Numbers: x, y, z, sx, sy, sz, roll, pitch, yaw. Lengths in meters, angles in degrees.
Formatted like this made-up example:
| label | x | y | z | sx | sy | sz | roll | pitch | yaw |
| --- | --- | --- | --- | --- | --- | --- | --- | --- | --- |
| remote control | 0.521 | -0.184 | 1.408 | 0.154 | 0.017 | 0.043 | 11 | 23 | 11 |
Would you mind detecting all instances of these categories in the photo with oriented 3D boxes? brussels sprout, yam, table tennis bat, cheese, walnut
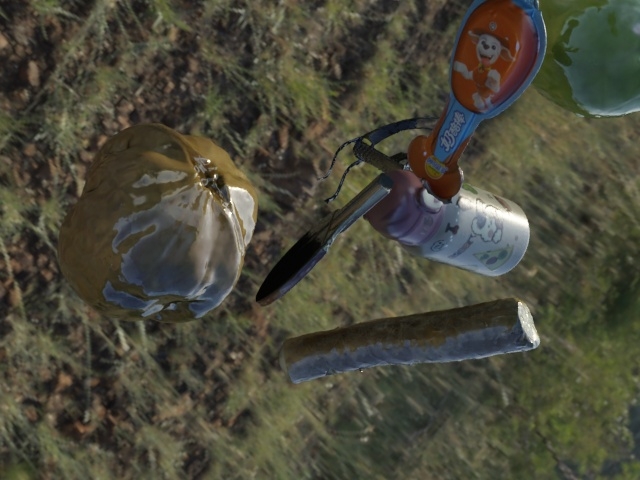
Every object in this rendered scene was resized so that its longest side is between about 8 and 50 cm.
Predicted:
| label | x | y | z | sx | sy | sz | roll | pitch | yaw |
| --- | --- | --- | --- | --- | --- | --- | --- | --- | --- |
| brussels sprout | 0.423 | -0.340 | 1.371 | 0.243 | 0.317 | 0.273 | -47 | 147 | 14 |
| yam | 0.090 | 0.115 | 0.959 | 0.299 | 0.066 | 0.066 | -12 | 164 | 22 |
| table tennis bat | 0.000 | 0.000 | 0.962 | 0.220 | 0.019 | 0.130 | -42 | -168 | 30 |
| cheese | 0.161 | -0.155 | 0.905 | 0.037 | 0.106 | 0.256 | -13 | 140 | -42 |
| walnut | -0.303 | -0.020 | 1.551 | 0.383 | 0.383 | 0.384 | -37 | 151 | -25 |

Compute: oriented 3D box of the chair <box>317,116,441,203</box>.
| label | x | y | z | sx | sy | sz | roll | pitch | yaw |
| --- | --- | --- | --- | --- | --- | --- | --- | --- | --- |
| chair | 0.119 | -0.130 | 1.417 | 0.213 | 0.149 | 0.174 | -55 | 166 | -8 |

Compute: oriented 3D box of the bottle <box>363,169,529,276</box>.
| label | x | y | z | sx | sy | sz | roll | pitch | yaw |
| --- | --- | --- | --- | --- | --- | --- | --- | --- | --- |
| bottle | 0.166 | -0.027 | 1.149 | 0.253 | 0.120 | 0.120 | 15 | 113 | -42 |
